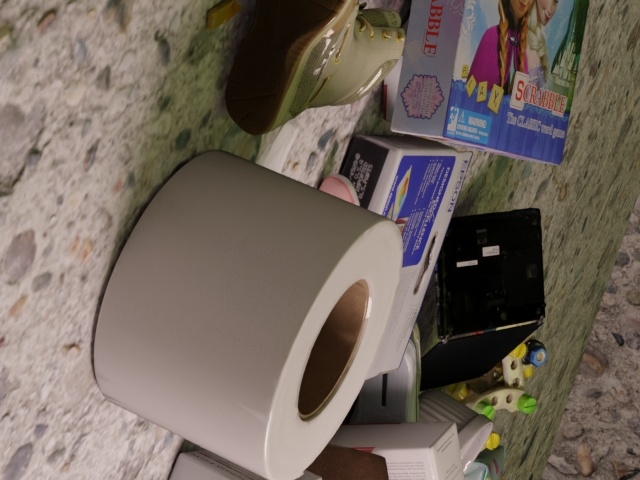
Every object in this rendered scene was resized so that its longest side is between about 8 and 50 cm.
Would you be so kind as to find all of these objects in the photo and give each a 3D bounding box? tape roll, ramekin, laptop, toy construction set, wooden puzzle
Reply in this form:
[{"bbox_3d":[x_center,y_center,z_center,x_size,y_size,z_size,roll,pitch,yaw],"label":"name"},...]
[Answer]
[{"bbox_3d":[-0.057,0.063,1.241,0.246,0.169,0.246,-54,158,-33],"label":"tape roll"},{"bbox_3d":[0.154,0.321,2.171,0.207,0.109,0.207,-46,161,-21],"label":"ramekin"},{"bbox_3d":[0.205,0.091,2.111,0.234,0.136,0.264,-7,96,-43],"label":"laptop"},{"bbox_3d":[0.270,0.177,2.352,0.215,0.151,0.327,-23,131,-29],"label":"toy construction set"},{"bbox_3d":[-0.059,-0.226,1.141,0.078,0.014,0.116,-38,146,-56],"label":"wooden puzzle"}]

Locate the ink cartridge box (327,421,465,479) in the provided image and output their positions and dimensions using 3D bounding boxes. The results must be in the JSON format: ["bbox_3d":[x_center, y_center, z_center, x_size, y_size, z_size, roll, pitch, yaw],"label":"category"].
[{"bbox_3d":[0.102,0.365,1.896,0.100,0.172,0.237,-30,112,-61],"label":"ink cartridge box"}]

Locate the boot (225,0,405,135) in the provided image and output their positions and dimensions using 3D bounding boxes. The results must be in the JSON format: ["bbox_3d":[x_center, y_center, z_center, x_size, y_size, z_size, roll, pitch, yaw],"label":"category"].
[{"bbox_3d":[0.019,-0.192,1.227,0.165,0.077,0.213,-20,146,-51],"label":"boot"}]

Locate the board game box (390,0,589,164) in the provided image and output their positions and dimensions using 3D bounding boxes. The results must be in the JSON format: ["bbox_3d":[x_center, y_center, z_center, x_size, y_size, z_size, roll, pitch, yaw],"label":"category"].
[{"bbox_3d":[0.200,-0.253,1.555,0.319,0.066,0.318,3,96,-59],"label":"board game box"}]

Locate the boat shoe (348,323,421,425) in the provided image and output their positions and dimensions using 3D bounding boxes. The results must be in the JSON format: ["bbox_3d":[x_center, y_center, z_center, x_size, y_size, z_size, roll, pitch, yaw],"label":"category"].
[{"bbox_3d":[0.097,0.235,1.975,0.094,0.109,0.302,-50,153,-52],"label":"boat shoe"}]

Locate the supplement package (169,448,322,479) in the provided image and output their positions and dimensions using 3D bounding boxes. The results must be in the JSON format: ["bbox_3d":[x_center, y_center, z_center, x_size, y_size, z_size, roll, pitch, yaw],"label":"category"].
[{"bbox_3d":[-0.088,0.282,1.515,0.105,0.105,0.179,-68,161,5],"label":"supplement package"}]

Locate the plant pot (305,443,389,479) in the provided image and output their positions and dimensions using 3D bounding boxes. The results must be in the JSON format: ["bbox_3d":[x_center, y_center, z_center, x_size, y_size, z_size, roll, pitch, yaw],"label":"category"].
[{"bbox_3d":[0.006,0.368,1.768,0.215,0.215,0.230,43,57,-71],"label":"plant pot"}]

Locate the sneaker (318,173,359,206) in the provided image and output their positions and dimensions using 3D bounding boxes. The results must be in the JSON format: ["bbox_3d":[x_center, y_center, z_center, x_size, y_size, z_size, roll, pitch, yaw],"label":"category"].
[{"bbox_3d":[0.000,0.000,1.510,0.070,0.051,0.134,-22,127,-52],"label":"sneaker"}]

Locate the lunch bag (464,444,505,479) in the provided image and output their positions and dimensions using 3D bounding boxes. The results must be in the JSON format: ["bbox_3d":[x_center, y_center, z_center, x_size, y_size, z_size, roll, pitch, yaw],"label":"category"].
[{"bbox_3d":[0.211,0.473,2.467,0.223,0.160,0.262,-3,107,-73],"label":"lunch bag"}]

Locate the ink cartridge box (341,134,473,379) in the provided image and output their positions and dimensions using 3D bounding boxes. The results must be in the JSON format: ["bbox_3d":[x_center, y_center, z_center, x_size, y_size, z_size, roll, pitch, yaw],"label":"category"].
[{"bbox_3d":[0.066,0.025,1.705,0.307,0.072,0.303,-9,119,-71],"label":"ink cartridge box"}]

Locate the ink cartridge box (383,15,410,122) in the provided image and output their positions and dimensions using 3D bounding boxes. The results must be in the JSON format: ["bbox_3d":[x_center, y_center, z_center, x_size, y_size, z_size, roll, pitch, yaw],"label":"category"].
[{"bbox_3d":[0.130,-0.208,1.604,0.150,0.063,0.109,-56,158,-34],"label":"ink cartridge box"}]
